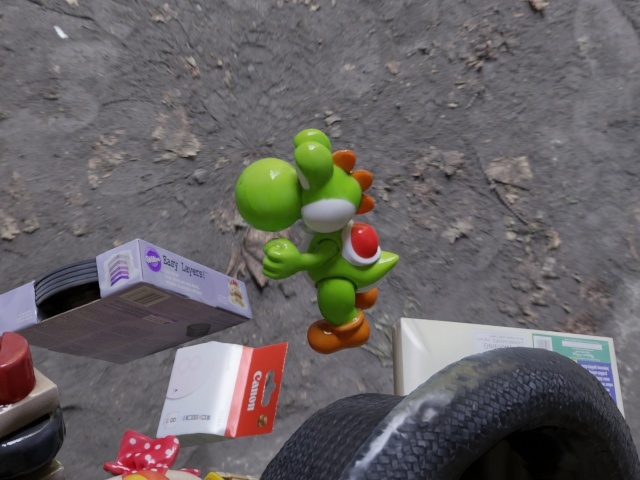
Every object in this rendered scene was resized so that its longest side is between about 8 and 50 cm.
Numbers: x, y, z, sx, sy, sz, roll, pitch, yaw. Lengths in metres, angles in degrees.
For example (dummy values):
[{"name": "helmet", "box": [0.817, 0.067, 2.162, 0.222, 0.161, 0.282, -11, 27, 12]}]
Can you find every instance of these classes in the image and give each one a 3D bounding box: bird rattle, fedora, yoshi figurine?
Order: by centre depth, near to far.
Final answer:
[{"name": "fedora", "box": [0.047, 0.211, 0.502, 0.334, 0.152, 0.334, -10, 106, -37]}, {"name": "bird rattle", "box": [-0.224, 0.316, 1.045, 0.207, 0.253, 0.143, 1, 89, 39]}, {"name": "yoshi figurine", "box": [-0.025, -0.003, 1.354, 0.203, 0.203, 0.362, -33, 130, -24]}]

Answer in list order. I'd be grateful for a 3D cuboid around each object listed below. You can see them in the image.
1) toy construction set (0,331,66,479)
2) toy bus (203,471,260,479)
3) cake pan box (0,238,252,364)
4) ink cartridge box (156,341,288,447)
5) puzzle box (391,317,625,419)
[{"name": "toy construction set", "box": [-0.268, 0.111, 0.528, 0.257, 0.237, 0.309, -35, 121, -6]}, {"name": "toy bus", "box": [-0.101, 0.322, 0.835, 0.191, 0.104, 0.202, -30, 138, -37]}, {"name": "cake pan box", "box": [-0.267, 0.094, 1.208, 0.245, 0.267, 0.070, -23, 66, 22]}, {"name": "ink cartridge box", "box": [-0.182, 0.272, 1.606, 0.232, 0.189, 0.066, -19, 136, 33]}, {"name": "puzzle box", "box": [0.320, 0.281, 1.470, 0.408, 0.052, 0.272, 7, 64, -15]}]
